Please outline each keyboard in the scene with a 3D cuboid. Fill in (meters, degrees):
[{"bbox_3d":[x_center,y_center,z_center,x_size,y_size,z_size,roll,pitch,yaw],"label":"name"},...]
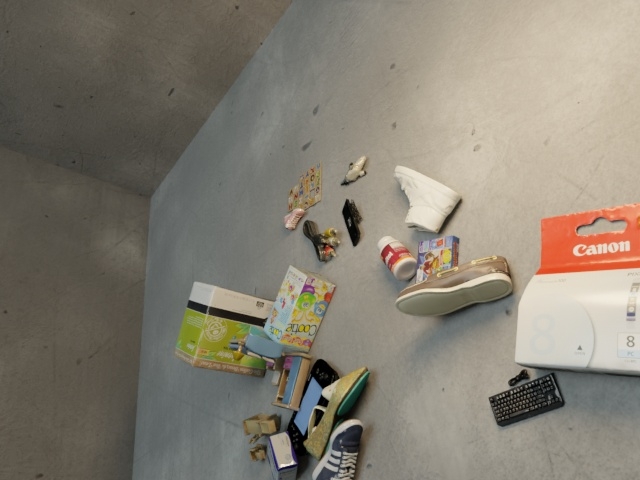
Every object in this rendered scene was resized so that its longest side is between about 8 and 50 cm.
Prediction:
[{"bbox_3d":[0.483,0.368,1.286,0.180,0.023,0.108,-38,45,37],"label":"keyboard"},{"bbox_3d":[0.128,-0.075,2.014,0.100,0.038,0.192,109,154,-44],"label":"keyboard"}]

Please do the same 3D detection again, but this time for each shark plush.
[{"bbox_3d":[0.132,-0.262,2.100,0.161,0.073,0.067,117,172,-48],"label":"shark plush"}]

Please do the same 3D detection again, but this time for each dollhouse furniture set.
[{"bbox_3d":[-0.234,0.470,1.947,0.286,0.303,0.198,-17,52,57],"label":"dollhouse furniture set"},{"bbox_3d":[-0.188,0.739,2.009,0.182,0.101,0.160,-19,83,49],"label":"dollhouse furniture set"}]

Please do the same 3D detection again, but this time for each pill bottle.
[{"bbox_3d":[0.243,0.053,1.725,0.086,0.086,0.152,-57,35,19],"label":"pill bottle"}]

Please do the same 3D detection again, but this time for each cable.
[{"bbox_3d":[0.000,0.000,2.149,0.287,0.072,0.139,-148,62,-68],"label":"cable"}]

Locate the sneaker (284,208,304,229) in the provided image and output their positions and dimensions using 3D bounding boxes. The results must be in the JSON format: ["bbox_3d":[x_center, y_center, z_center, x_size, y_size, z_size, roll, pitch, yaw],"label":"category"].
[{"bbox_3d":[-0.113,-0.087,2.331,0.134,0.051,0.070,-29,53,49],"label":"sneaker"}]

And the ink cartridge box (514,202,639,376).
[{"bbox_3d":[0.602,0.099,1.195,0.308,0.091,0.384,-11,66,52],"label":"ink cartridge box"}]

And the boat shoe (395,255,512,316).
[{"bbox_3d":[0.357,0.125,1.471,0.324,0.116,0.096,-20,42,31],"label":"boat shoe"}]

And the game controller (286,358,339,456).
[{"bbox_3d":[-0.032,0.575,1.863,0.166,0.067,0.319,28,96,56],"label":"game controller"}]

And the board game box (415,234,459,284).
[{"bbox_3d":[0.345,0.093,1.607,0.136,0.035,0.201,-13,63,51],"label":"board game box"}]

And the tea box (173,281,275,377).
[{"bbox_3d":[-0.380,0.368,2.223,0.220,0.329,0.323,4,78,55],"label":"tea box"}]

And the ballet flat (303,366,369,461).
[{"bbox_3d":[0.039,0.539,1.723,0.123,0.123,0.348,37,107,55],"label":"ballet flat"}]

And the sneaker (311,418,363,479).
[{"bbox_3d":[0.073,0.688,1.625,0.282,0.099,0.153,-65,29,20],"label":"sneaker"}]

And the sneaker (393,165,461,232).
[{"bbox_3d":[0.299,-0.127,1.720,0.169,0.108,0.292,-61,36,8],"label":"sneaker"}]

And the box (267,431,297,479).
[{"bbox_3d":[-0.133,0.758,1.857,0.126,0.072,0.137,-118,27,-46],"label":"box"}]

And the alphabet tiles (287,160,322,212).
[{"bbox_3d":[-0.072,-0.218,2.375,0.237,0.009,0.198,-27,53,45],"label":"alphabet tiles"}]

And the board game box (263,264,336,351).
[{"bbox_3d":[-0.080,0.256,2.025,0.144,0.142,0.275,29,97,57],"label":"board game box"}]
